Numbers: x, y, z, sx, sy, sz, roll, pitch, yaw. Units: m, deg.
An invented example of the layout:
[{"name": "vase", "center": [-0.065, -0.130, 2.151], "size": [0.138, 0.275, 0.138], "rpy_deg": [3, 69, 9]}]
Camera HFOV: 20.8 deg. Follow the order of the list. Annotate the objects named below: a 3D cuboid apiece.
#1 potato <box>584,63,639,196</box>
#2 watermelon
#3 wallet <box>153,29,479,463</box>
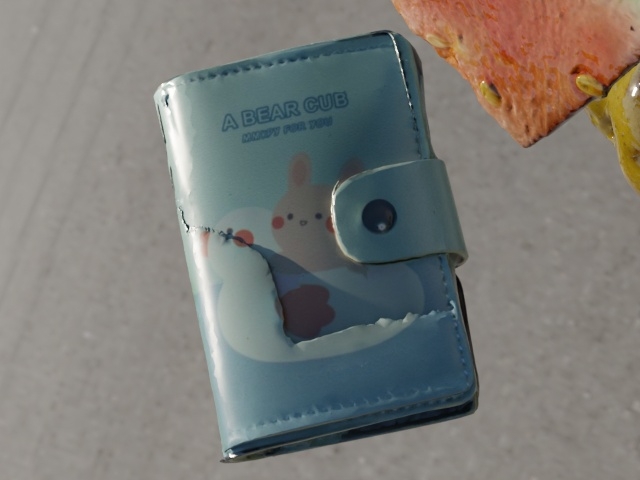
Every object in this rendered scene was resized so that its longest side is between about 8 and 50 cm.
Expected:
[{"name": "potato", "center": [0.359, -0.063, 1.254], "size": [0.176, 0.369, 0.195], "rpy_deg": [-53, 3, 41]}, {"name": "watermelon", "center": [0.079, -0.074, 0.569], "size": [0.135, 0.125, 0.094], "rpy_deg": [-137, 61, -67]}, {"name": "wallet", "center": [0.000, 0.000, 1.090], "size": [0.075, 0.176, 0.250], "rpy_deg": [62, -164, -74]}]
